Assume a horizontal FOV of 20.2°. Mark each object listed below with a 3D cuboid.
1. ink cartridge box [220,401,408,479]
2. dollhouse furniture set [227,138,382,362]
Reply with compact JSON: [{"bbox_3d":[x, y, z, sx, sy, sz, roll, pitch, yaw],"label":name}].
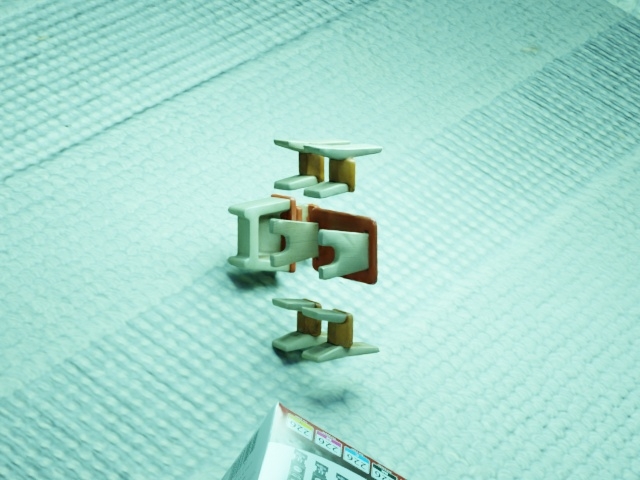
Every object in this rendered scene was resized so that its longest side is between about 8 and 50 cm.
[{"bbox_3d":[0.040,0.344,1.792,0.309,0.130,0.272,31,23,-8],"label":"ink cartridge box"},{"bbox_3d":[0.000,0.000,2.259,0.135,0.262,0.259,-5,10,-31],"label":"dollhouse furniture set"}]
